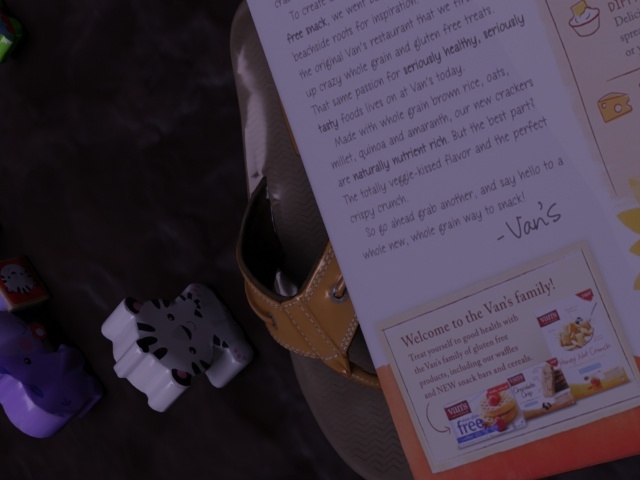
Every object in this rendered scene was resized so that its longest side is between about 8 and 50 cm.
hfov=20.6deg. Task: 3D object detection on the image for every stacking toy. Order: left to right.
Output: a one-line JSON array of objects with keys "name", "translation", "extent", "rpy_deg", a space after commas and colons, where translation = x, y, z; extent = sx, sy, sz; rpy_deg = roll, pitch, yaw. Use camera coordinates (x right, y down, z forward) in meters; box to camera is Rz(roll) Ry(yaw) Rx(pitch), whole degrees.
[{"name": "stacking toy", "translation": [-0.139, 0.020, 0.696], "extent": [0.221, 0.052, 0.167], "rpy_deg": [54, 126, 16]}]

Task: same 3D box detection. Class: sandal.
[{"name": "sandal", "translation": [0.000, 0.000, 0.584], "extent": [0.072, 0.049, 0.180], "rpy_deg": [-15, 91, 39]}]

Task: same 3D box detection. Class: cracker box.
[{"name": "cracker box", "translation": [0.067, -0.055, 0.508], "extent": [0.155, 0.067, 0.232], "rpy_deg": [-20, 88, 38]}]
